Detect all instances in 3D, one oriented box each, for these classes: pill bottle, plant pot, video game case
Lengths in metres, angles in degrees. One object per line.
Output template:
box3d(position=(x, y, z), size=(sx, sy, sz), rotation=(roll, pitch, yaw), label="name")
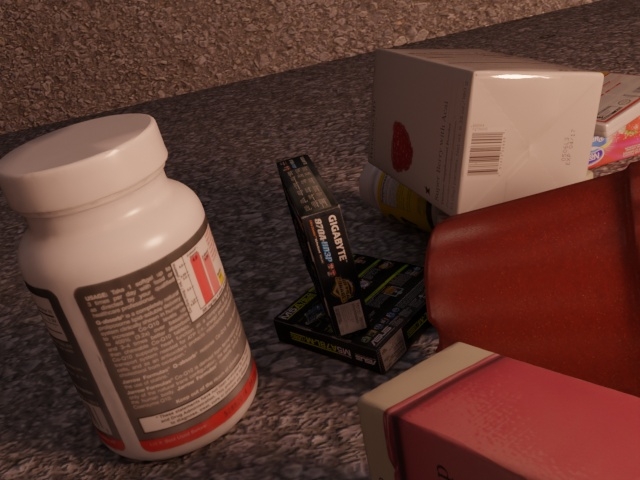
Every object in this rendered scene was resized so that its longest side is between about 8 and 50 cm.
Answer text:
box3d(position=(-0.215, 0.054, 0.803), size=(0.210, 0.362, 0.210), rotation=(-11, 26, 6), label="pill bottle")
box3d(position=(0.166, -0.081, 1.161), size=(0.119, 0.119, 0.208), rotation=(-28, 29, -26), label="pill bottle")
box3d(position=(0.263, 0.055, 0.705), size=(0.265, 0.272, 0.272), rotation=(-10, 25, 27), label="plant pot")
box3d(position=(0.420, -0.247, 1.191), size=(0.204, 0.025, 0.285), rotation=(-31, 33, -27), label="video game case")

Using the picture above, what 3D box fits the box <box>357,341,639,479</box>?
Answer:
box3d(position=(0.154, 0.187, 0.513), size=(0.127, 0.148, 0.232), rotation=(-21, 17, -31), label="box")

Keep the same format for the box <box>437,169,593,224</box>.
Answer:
box3d(position=(0.280, -0.027, 0.974), size=(0.113, 0.094, 0.275), rotation=(14, 29, 39), label="box")

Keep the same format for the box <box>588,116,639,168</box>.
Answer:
box3d(position=(0.449, -0.201, 1.253), size=(0.257, 0.122, 0.128), rotation=(-16, 27, -4), label="box")

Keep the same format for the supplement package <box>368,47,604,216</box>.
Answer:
box3d(position=(0.197, -0.154, 0.923), size=(0.175, 0.177, 0.293), rotation=(-4, 21, -17), label="supplement package")

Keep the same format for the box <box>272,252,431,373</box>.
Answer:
box3d(position=(0.063, 0.092, 0.955), size=(0.184, 0.045, 0.191), rotation=(7, 34, 42), label="box")

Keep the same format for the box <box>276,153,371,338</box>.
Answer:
box3d(position=(0.000, 0.000, 0.921), size=(0.051, 0.175, 0.220), rotation=(-18, 25, -4), label="box")
